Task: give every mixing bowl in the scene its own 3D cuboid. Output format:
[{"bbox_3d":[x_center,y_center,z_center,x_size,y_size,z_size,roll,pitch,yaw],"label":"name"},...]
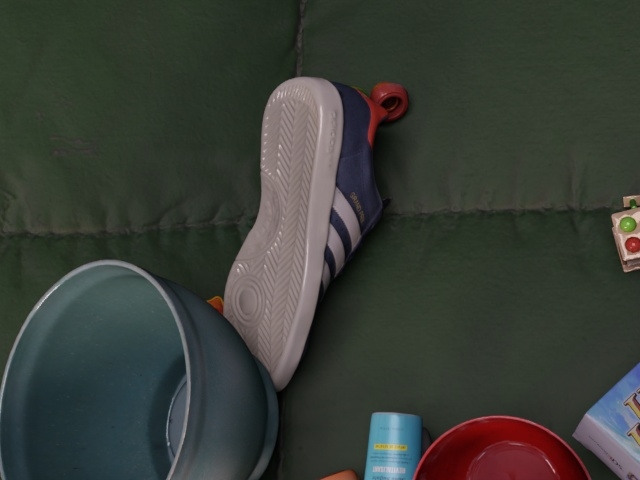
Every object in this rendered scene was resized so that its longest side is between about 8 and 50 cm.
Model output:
[{"bbox_3d":[0.184,0.254,1.363,0.181,0.098,0.181,1,93,14],"label":"mixing bowl"}]

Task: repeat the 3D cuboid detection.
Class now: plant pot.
[{"bbox_3d":[-0.169,0.181,1.435,0.293,0.196,0.293,-12,71,39],"label":"plant pot"}]

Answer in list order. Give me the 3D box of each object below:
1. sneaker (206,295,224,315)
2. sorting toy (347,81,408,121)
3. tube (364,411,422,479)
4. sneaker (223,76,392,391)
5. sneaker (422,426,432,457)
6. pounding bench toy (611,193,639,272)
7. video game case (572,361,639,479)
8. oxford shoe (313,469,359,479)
[{"bbox_3d":[-0.189,0.091,1.571,0.175,0.064,0.067,2,56,9],"label":"sneaker"},{"bbox_3d":[0.048,-0.158,1.573,0.102,0.061,0.042,-1,38,-22],"label":"sorting toy"},{"bbox_3d":[0.071,0.279,1.395,0.080,0.052,0.207,-1,76,22],"label":"tube"},{"bbox_3d":[0.000,0.000,1.517,0.131,0.148,0.350,25,106,42],"label":"sneaker"},{"bbox_3d":[0.133,0.273,1.446,0.076,0.065,0.166,-11,73,-10],"label":"sneaker"},{"bbox_3d":[0.336,-0.018,1.463,0.052,0.065,0.083,-15,72,9],"label":"pounding bench toy"},{"bbox_3d":[0.427,0.180,1.345,0.269,0.061,0.244,-38,68,-22],"label":"video game case"},{"bbox_3d":[-0.108,0.367,1.438,0.363,0.130,0.133,-25,78,6],"label":"oxford shoe"}]
